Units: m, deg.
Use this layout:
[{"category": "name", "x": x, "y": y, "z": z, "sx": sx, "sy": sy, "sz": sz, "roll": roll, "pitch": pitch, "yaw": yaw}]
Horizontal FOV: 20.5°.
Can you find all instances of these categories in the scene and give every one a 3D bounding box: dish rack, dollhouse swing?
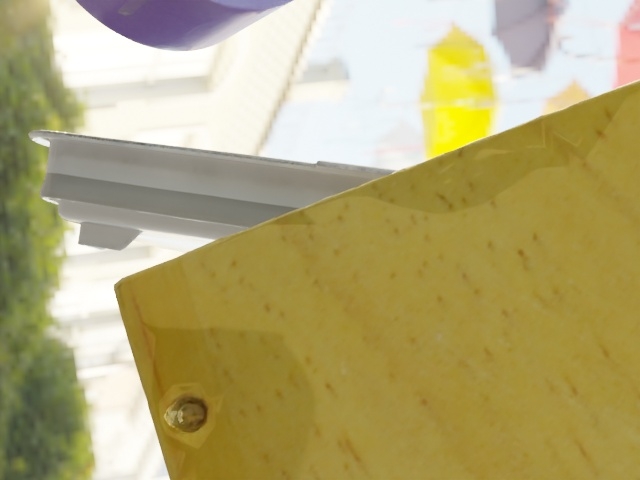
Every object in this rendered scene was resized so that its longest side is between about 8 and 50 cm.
[{"category": "dish rack", "x": 0.000, "y": 0.000, "z": 1.144, "sx": 0.332, "sy": 0.285, "sz": 0.072, "roll": 9, "pitch": -94, "yaw": 32}, {"category": "dollhouse swing", "x": 0.134, "y": 0.079, "z": 0.761, "sx": 0.305, "sy": 0.346, "sz": 0.315, "roll": 63, "pitch": 7, "yaw": -67}]

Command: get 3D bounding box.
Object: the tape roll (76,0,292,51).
[{"category": "tape roll", "x": -0.084, "y": -0.218, "z": 1.095, "sx": 0.080, "sy": 0.189, "sz": 0.189, "roll": -21, "pitch": -104, "yaw": 49}]
